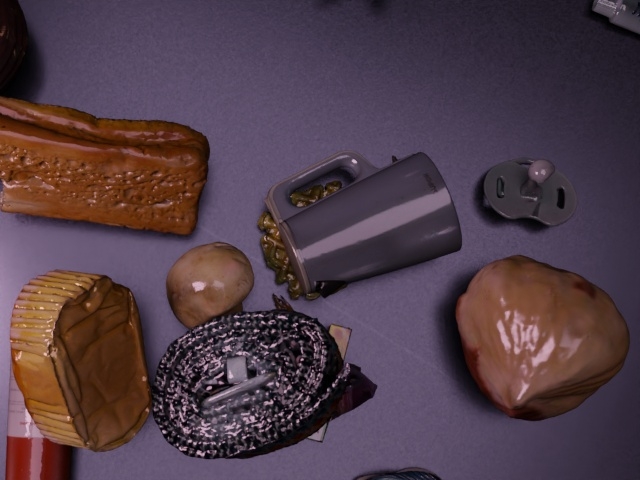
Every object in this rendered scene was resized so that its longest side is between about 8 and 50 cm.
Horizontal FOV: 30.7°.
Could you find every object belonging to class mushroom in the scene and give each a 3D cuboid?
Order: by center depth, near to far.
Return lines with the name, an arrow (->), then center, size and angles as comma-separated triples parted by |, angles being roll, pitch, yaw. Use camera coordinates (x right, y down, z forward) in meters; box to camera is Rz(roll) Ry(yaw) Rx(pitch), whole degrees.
mushroom -> -0.163, 0.067, 1.734 | 0.148, 0.148, 0.112 | -31, 121, -7

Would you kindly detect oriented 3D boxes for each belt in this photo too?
belt -> -0.090, 0.203, 1.700 | 0.295, 0.160, 0.207 | -27, 75, 8

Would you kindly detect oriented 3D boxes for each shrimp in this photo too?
shrimp -> -0.062, 0.141, 1.788 | 0.083, 0.023, 0.114 | -29, 91, -5

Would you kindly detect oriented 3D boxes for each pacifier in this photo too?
pacifier -> 0.332, -0.091, 1.804 | 0.150, 0.116, 0.127 | 14, 57, 0

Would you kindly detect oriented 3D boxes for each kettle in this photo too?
kettle -> 0.056, -0.040, 1.729 | 0.243, 0.160, 0.210 | -20, 72, -8

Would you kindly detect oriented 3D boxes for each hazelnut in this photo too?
hazelnut -> 0.322, 0.153, 1.707 | 0.261, 0.261, 0.241 | 49, 47, 1

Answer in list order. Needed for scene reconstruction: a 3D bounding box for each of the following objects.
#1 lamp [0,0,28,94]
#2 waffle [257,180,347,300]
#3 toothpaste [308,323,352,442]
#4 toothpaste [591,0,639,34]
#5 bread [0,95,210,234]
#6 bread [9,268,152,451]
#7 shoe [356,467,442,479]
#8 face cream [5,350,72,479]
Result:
lamp -> -0.548, -0.296, 1.690 | 0.247, 0.247, 0.247 | 1, 84, -5
waffle -> 0.000, 0.000, 1.801 | 0.183, 0.036, 0.169 | -22, 90, -8
toothpaste -> 0.009, 0.216, 1.776 | 0.037, 0.043, 0.178 | 15, 83, -3
toothpaste -> 0.581, -0.339, 1.885 | 0.297, 0.048, 0.075 | 18, 82, -6
bread -> -0.355, -0.107, 1.703 | 0.380, 0.185, 0.109 | 8, 44, -14
bread -> -0.335, 0.165, 1.619 | 0.133, 0.179, 0.250 | 1, 115, 34
shoe -> 0.122, 0.378, 1.756 | 0.143, 0.071, 0.064 | -1, 85, -10
face cream -> -0.409, 0.262, 1.707 | 0.096, 0.096, 0.214 | 2, 84, -5
